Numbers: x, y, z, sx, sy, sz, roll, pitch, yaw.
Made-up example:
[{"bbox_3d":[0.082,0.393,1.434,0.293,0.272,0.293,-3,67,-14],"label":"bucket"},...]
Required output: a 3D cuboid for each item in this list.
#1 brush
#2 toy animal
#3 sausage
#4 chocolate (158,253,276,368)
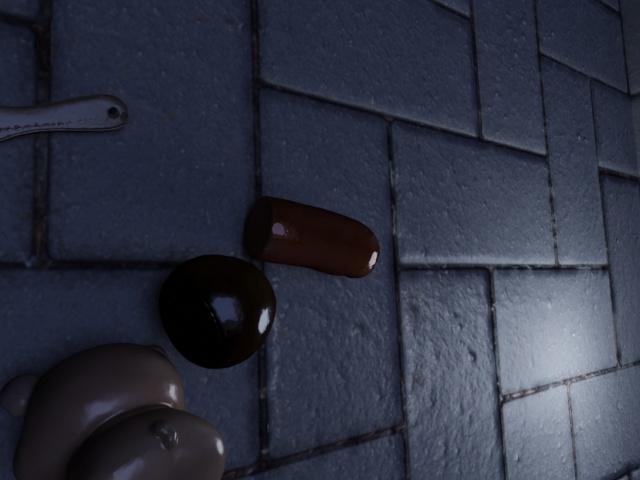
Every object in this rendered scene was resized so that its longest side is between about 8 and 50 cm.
[{"bbox_3d":[-0.402,-0.153,0.608,0.327,0.065,0.070,-18,92,-38],"label":"brush"},{"bbox_3d":[-0.236,0.238,0.573,0.210,0.221,0.229,1,79,-46],"label":"toy animal"},{"bbox_3d":[0.000,0.000,0.858,0.259,0.113,0.113,13,76,-34],"label":"sausage"},{"bbox_3d":[-0.145,0.098,0.719,0.177,0.177,0.176,6,81,-36],"label":"chocolate"}]
